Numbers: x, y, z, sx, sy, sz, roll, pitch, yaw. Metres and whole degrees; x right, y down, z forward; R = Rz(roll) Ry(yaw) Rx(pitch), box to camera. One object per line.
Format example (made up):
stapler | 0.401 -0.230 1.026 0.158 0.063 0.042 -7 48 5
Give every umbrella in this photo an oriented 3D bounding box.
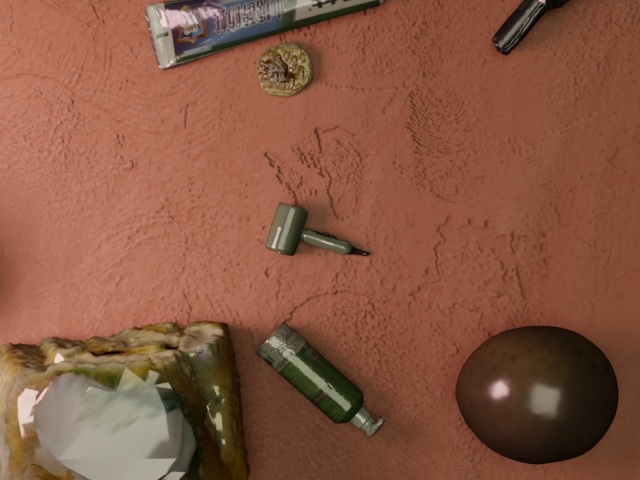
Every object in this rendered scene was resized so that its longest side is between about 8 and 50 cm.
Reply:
umbrella | 0.364 -0.404 1.569 0.118 0.118 0.340 38 96 3

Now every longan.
longan | 0.294 0.210 1.499 0.220 0.196 0.197 -1 88 5

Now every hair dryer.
hair dryer | 0.000 0.000 1.594 0.150 0.047 0.071 18 90 -8

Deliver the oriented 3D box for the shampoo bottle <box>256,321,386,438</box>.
shampoo bottle | 0.004 0.204 1.570 0.204 0.065 0.065 42 90 3

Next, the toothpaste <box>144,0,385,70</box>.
toothpaste | -0.058 -0.338 1.591 0.392 0.061 0.099 -13 90 3

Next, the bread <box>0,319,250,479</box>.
bread | -0.302 0.246 1.484 0.395 0.264 0.239 -5 92 0

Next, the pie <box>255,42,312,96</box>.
pie | -0.052 -0.249 1.608 0.084 0.020 0.084 0 88 2
